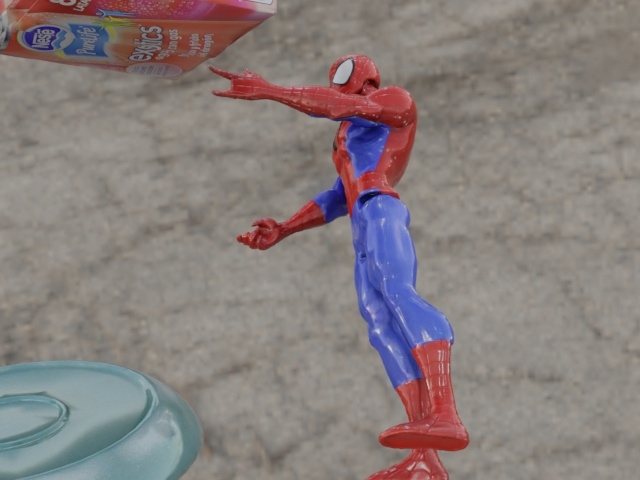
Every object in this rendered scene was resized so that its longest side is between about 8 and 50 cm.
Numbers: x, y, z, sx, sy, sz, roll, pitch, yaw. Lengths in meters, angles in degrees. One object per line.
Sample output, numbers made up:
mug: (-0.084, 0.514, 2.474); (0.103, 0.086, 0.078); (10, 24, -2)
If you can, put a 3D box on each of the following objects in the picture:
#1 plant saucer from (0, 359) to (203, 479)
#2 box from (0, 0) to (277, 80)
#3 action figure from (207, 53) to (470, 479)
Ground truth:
plant saucer: (-0.257, 0.165, 1.168); (0.318, 0.043, 0.317); (-5, 17, 2)
box: (-0.108, -0.227, 0.748); (0.128, 0.256, 0.123); (5, -14, -30)
action figure: (0.000, 0.000, 0.816); (0.139, 0.091, 0.280); (3, 56, -9)
